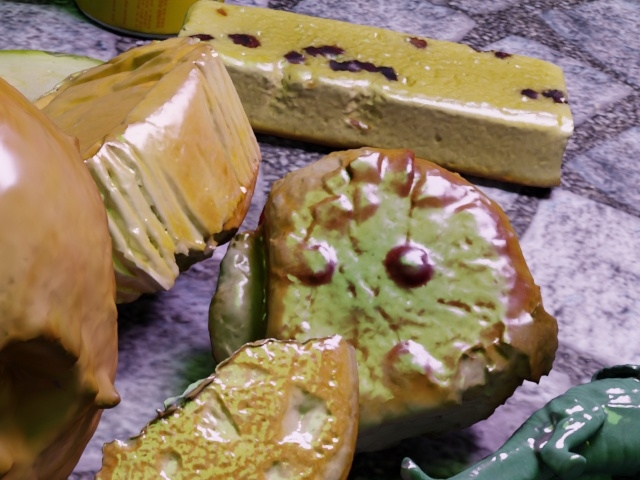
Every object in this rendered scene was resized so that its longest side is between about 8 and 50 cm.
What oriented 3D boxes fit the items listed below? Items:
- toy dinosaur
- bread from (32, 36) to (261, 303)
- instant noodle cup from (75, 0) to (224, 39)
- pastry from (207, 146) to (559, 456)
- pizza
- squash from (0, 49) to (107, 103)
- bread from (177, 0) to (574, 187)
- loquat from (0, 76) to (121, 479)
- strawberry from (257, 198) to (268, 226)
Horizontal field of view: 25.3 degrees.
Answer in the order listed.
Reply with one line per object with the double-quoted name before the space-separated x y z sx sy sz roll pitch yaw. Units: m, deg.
"toy dinosaur" 0.182 0.140 0.917 0.120 0.079 0.292 30 35 34
"bread" -0.143 -0.037 0.991 0.179 0.133 0.250 -10 27 22
"instant noodle cup" -0.151 -0.329 1.361 0.216 0.236 0.215 8 34 -6
"pastry" 0.042 0.044 0.940 0.229 0.100 0.218 20 64 3
"pizza" -0.063 0.143 0.811 0.127 0.058 0.246 38 61 1
"squash" -0.234 -0.105 1.180 0.219 0.041 0.219 8 33 -6
"bread" 0.041 -0.136 1.278 0.361 0.077 0.138 11 32 -1
"loquat" -0.263 0.035 0.713 0.328 0.328 0.328 8 34 -5
"strawberry" 0.000 -0.001 1.060 0.106 0.106 0.106 8 34 -5
